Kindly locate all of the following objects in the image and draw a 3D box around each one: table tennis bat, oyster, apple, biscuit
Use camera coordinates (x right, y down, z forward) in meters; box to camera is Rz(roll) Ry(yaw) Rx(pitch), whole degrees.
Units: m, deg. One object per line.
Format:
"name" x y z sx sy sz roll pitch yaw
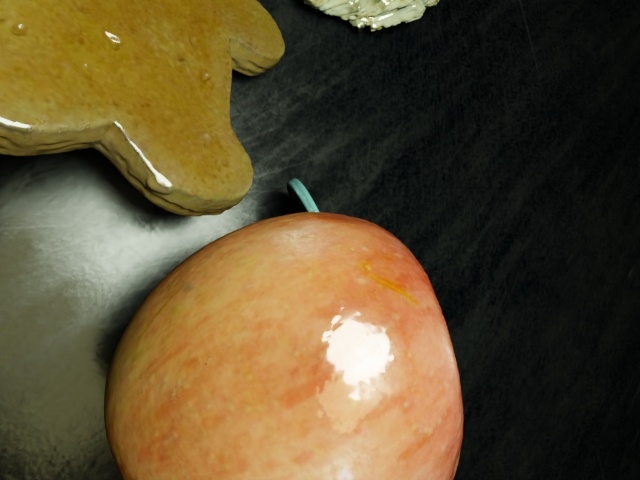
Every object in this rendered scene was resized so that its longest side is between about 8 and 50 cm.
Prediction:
"table tennis bat" 0.000 0.000 0.654 0.033 0.124 0.201 -27 122 -7
"oyster" 0.110 -0.458 0.744 0.354 0.107 0.201 -42 102 -24
"apple" -0.042 0.154 0.482 0.364 0.364 0.363 2 85 -28
"biscuit" -0.204 -0.227 0.515 0.368 0.076 0.394 22 57 -40
